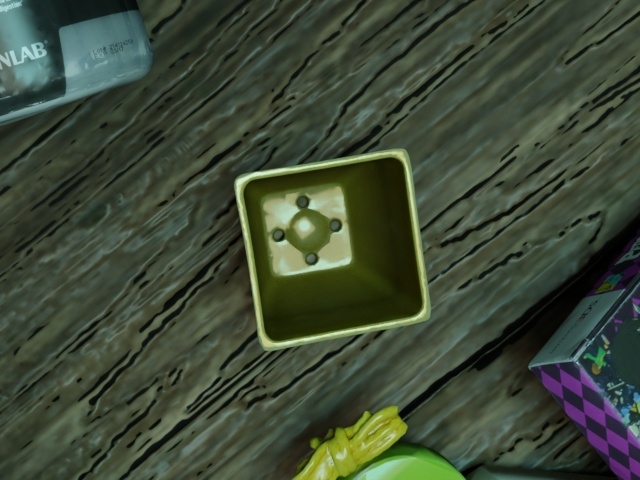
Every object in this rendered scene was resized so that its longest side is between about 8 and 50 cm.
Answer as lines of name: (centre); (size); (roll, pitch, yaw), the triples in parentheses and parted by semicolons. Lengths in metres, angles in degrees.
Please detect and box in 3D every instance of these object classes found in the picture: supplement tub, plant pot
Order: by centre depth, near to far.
supplement tub: (-0.155, -0.146, 0.531); (0.117, 0.117, 0.190); (-18, 99, -7)
plant pot: (0.000, 0.000, 0.590); (0.081, 0.083, 0.081); (-10, 97, -8)

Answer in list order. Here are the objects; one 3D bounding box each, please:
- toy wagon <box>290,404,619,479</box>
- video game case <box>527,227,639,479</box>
toy wagon: (0.104, 0.224, 0.643); (0.267, 0.068, 0.344); (-37, 100, -4)
video game case: (0.240, 0.076, 0.621); (0.232, 0.042, 0.210); (50, 62, -11)
